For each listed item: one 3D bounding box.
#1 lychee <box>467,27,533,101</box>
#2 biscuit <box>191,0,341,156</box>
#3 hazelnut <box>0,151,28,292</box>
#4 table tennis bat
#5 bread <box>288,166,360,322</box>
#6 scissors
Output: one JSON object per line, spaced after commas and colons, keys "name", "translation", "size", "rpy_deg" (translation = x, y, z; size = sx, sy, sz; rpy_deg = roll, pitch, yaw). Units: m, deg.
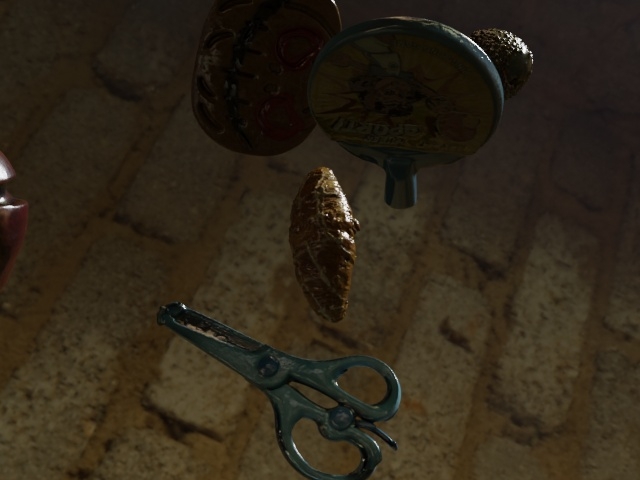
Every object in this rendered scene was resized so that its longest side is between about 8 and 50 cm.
{"name": "lychee", "translation": [0.361, -0.371, 1.809], "size": [0.171, 0.171, 0.171], "rpy_deg": [-64, -177, 6]}
{"name": "biscuit", "translation": [-0.088, -0.335, 1.685], "size": [0.063, 0.314, 0.367], "rpy_deg": [-96, -159, -65]}
{"name": "hazelnut", "translation": [-0.427, -0.018, 0.983], "size": [0.178, 0.178, 0.203], "rpy_deg": [-76, 152, -75]}
{"name": "table tennis bat", "translation": [0.095, -0.133, 0.980], "size": [0.329, 0.215, 0.044], "rpy_deg": [83, 15, -61]}
{"name": "bread", "translation": [0.000, 0.000, 1.204], "size": [0.105, 0.076, 0.232], "rpy_deg": [-18, -109, 41]}
{"name": "scissors", "translation": [-0.066, 0.183, 1.148], "size": [0.180, 0.393, 0.032], "rpy_deg": [-54, 155, -22]}
